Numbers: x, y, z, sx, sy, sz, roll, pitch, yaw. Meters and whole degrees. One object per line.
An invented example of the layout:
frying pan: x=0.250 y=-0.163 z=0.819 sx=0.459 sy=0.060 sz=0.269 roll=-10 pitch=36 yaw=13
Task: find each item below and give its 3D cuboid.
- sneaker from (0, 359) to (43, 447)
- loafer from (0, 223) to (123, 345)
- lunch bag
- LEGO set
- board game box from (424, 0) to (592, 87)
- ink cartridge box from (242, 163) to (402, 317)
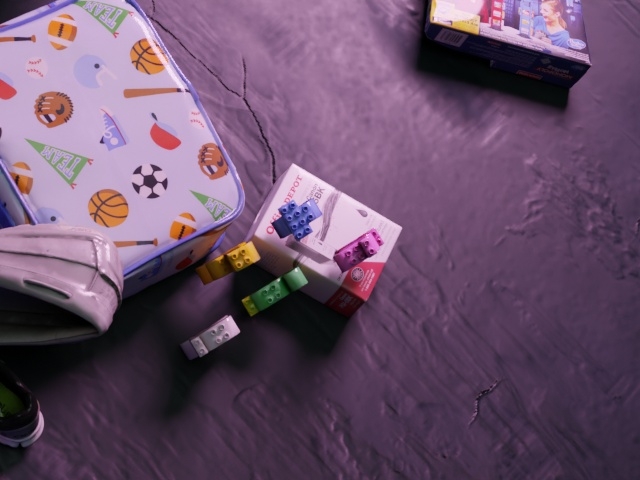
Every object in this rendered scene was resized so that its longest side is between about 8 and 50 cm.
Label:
sneaker: x=-0.329 y=0.129 z=1.776 sx=0.170 sy=0.075 sz=0.063 roll=32 pitch=62 yaw=-2
loafer: x=-0.339 y=0.049 z=1.733 sx=0.319 sy=0.112 sz=0.111 roll=-4 pitch=44 yaw=7
lunch bag: x=-0.236 y=-0.091 z=1.883 sx=0.243 sy=0.115 sz=0.303 roll=-28 pitch=81 yaw=-25
LEGO set: x=-0.049 y=0.025 z=1.860 sx=0.227 sy=0.093 sz=0.087 roll=-32 pitch=93 yaw=-7
board game box: x=0.212 y=-0.290 z=2.153 sx=0.194 sy=0.060 sz=0.194 roll=14 pitch=63 yaw=-14
ink cartridge box: x=0.000 y=0.000 z=1.958 sx=0.135 sy=0.056 sz=0.099 roll=30 pitch=63 yaw=-6
